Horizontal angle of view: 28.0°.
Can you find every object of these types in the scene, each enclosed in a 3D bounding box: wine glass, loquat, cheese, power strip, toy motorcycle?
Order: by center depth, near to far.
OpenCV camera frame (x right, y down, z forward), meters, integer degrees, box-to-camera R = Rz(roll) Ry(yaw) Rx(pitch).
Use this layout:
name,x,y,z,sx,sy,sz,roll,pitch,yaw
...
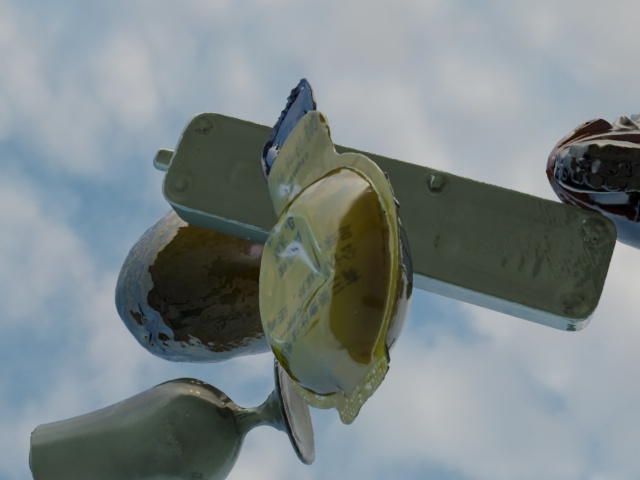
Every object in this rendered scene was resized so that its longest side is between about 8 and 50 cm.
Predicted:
name,x,y,z,sx,sy,sz,roll,pitch,yaw
cheese,0.000,0.000,0.877,0.069,0.177,0.270,8,-137,-27
power strip,0.042,-0.019,1.044,0.385,0.062,0.091,16,-106,12
wine glass,-0.128,0.172,1.102,0.231,0.103,0.103,-17,-90,10
toy motorcycle,0.356,-0.043,1.114,0.401,0.207,0.134,5,-85,-19
loquat,-0.100,0.037,1.321,0.227,0.179,0.179,-14,-91,-19
